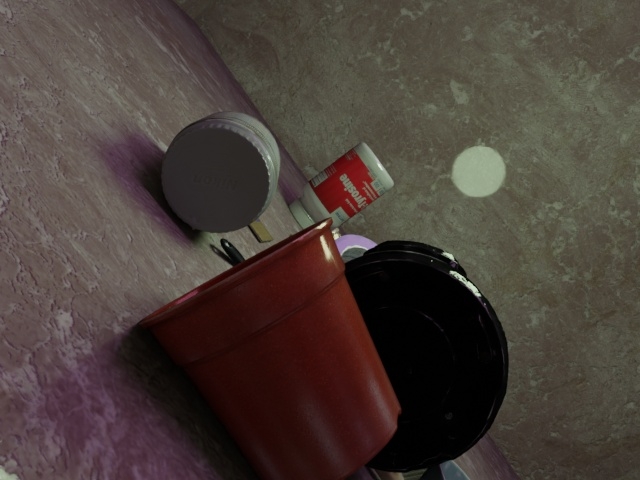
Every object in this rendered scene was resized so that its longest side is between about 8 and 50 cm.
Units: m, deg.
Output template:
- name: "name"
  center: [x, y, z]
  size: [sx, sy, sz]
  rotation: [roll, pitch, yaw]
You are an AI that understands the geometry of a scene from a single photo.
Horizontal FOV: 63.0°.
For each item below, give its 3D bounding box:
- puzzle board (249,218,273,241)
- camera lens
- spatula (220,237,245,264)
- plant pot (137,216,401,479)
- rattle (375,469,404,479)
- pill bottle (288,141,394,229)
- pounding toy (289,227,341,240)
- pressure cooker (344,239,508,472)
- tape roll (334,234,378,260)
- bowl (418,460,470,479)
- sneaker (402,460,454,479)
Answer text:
- name: "puzzle board"
  center: [-0.176, -0.036, 1.458]
  size: [0.096, 0.011, 0.128]
  rotation: [54, 8, 4]
- name: "camera lens"
  center: [-0.194, -0.147, 1.070]
  size: [0.219, 0.219, 0.274]
  rotation: [52, 8, -15]
- name: "spatula"
  center: [-0.134, 0.077, 1.161]
  size: [0.296, 0.030, 0.084]
  rotation: [46, 14, -48]
- name: "plant pot"
  center: [-0.043, 0.150, 0.671]
  size: [0.265, 0.272, 0.272]
  rotation: [62, 8, -4]
- name: "rattle"
  center: [0.148, 0.412, 1.053]
  size: [0.200, 0.142, 0.130]
  rotation: [56, 24, -36]
- name: "pill bottle"
  center: [0.079, -0.199, 2.161]
  size: [0.229, 0.407, 0.229]
  rotation: [52, 9, -11]
- name: "pounding toy"
  center: [0.000, 0.000, 1.799]
  size: [0.155, 0.154, 0.269]
  rotation: [54, 8, 1]
- name: "pressure cooker"
  center: [0.144, 0.202, 1.017]
  size: [0.370, 0.375, 0.420]
  rotation: [61, 7, 8]
- name: "tape roll"
  center: [0.113, 0.121, 1.626]
  size: [0.274, 0.090, 0.275]
  rotation: [18, 52, -24]
- name: "bowl"
  center: [0.220, 0.533, 0.851]
  size: [0.312, 0.163, 0.311]
  rotation: [52, 9, -12]
- name: "sneaker"
  center: [0.256, 0.521, 1.230]
  size: [0.127, 0.126, 0.321]
  rotation: [47, 8, -11]
